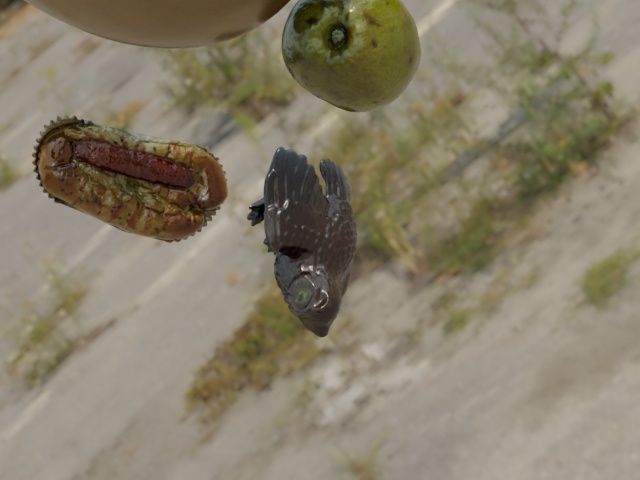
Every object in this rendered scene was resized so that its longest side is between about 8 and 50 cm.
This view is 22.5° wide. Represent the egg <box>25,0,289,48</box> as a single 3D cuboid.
[{"bbox_3d":[-0.146,-0.309,1.144,0.301,0.374,0.301,-41,18,17],"label":"egg"}]

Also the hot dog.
[{"bbox_3d":[-0.231,-0.076,1.933,0.069,0.253,0.131,25,96,62],"label":"hot dog"}]

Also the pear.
[{"bbox_3d":[0.025,-0.152,1.256,0.107,0.107,0.131,-34,-3,17],"label":"pear"}]

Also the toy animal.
[{"bbox_3d":[0.001,0.007,1.652,0.116,0.218,0.179,-23,49,-3],"label":"toy animal"}]
